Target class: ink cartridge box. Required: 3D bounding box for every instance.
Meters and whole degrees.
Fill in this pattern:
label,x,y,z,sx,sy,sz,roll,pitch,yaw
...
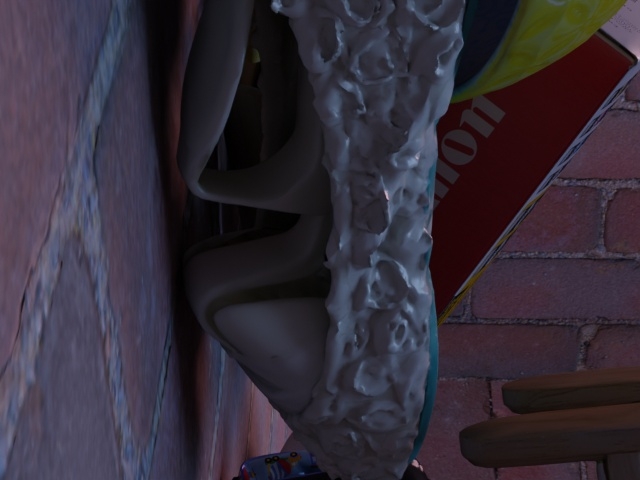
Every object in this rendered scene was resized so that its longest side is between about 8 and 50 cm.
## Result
label,x,y,z,sx,sy,sz,roll,pitch,yaw
ink cartridge box,0.100,-0.058,1.069,0.309,0.130,0.272,-55,173,25

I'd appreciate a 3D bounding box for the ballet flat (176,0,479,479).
label,x,y,z,sx,sy,sz,roll,pitch,yaw
ballet flat,-0.011,-0.024,0.749,0.147,0.147,0.409,-87,-179,-53

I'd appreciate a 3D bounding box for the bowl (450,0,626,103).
label,x,y,z,sx,sy,sz,roll,pitch,yaw
bowl,0.108,-0.222,0.742,0.289,0.156,0.289,168,-90,-70

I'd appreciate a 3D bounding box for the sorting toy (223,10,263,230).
label,x,y,z,sx,sy,sz,roll,pitch,yaw
sorting toy,-0.005,-0.040,0.914,0.132,0.046,0.274,20,-55,54

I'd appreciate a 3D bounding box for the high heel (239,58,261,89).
label,x,y,z,sx,sy,sz,roll,pitch,yaw
high heel,-0.025,-0.111,0.975,0.261,0.093,0.186,81,14,-75

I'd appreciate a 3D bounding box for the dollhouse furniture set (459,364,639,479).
label,x,y,z,sx,sy,sz,roll,pitch,yaw
dollhouse furniture set,0.112,0.280,0.789,0.394,0.256,0.362,-14,96,-72

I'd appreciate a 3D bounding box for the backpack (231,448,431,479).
label,x,y,z,sx,sy,sz,roll,pitch,yaw
backpack,0.011,0.241,1.012,0.117,0.158,0.173,-116,-160,-55

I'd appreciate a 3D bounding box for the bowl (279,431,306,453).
label,x,y,z,sx,sy,sz,roll,pitch,yaw
bowl,0.007,0.263,1.227,0.298,0.134,0.297,0,90,-89
